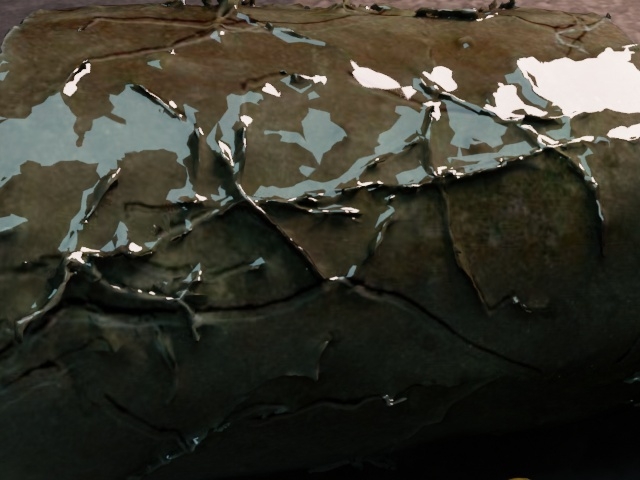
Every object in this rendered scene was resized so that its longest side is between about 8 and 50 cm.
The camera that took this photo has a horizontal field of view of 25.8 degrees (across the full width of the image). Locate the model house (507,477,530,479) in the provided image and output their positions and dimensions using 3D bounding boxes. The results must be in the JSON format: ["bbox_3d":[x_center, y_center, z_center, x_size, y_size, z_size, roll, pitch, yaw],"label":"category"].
[{"bbox_3d":[0.082,0.155,0.449,0.226,0.241,0.261,31,46,34],"label":"model house"}]

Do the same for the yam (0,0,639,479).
[{"bbox_3d":[0.000,0.000,0.682,0.348,0.241,0.241,-5,35,-12],"label":"yam"}]
